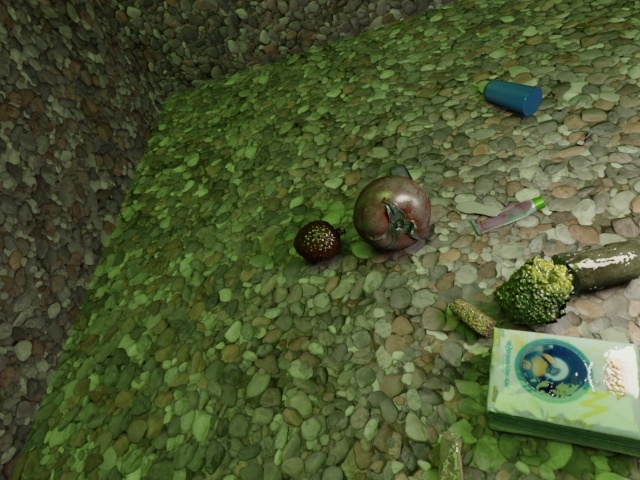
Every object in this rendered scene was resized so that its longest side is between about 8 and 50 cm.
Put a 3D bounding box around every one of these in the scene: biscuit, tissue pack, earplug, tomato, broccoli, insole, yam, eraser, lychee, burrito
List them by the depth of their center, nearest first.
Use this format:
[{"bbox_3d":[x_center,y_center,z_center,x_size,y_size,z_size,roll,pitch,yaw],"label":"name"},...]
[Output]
[{"bbox_3d":[0.698,0.425,1.297,0.389,0.162,0.287,1,54,27],"label":"tissue pack"},{"bbox_3d":[0.382,0.674,1.306,0.087,0.060,0.225,-6,52,27],"label":"burrito"},{"bbox_3d":[0.685,0.139,1.484,0.242,0.181,0.272,-44,29,39],"label":"broccoli"},{"bbox_3d":[0.925,0.086,1.485,0.255,0.154,0.153,-11,50,12],"label":"yam"},{"bbox_3d":[0.531,0.265,1.564,0.168,0.082,0.070,39,101,41],"label":"biscuit"},{"bbox_3d":[0.291,-0.111,1.824,0.317,0.316,0.282,-26,32,3],"label":"tomato"},{"bbox_3d":[0.655,-0.133,1.856,0.197,0.004,0.065,16,63,45],"label":"insole"},{"bbox_3d":[1.128,-0.437,1.898,0.099,0.019,0.027,-44,49,-12],"label":"eraser"},{"bbox_3d":[0.000,0.000,1.951,0.239,0.200,0.200,-19,47,-3],"label":"lychee"},{"bbox_3d":[0.905,-0.700,2.148,0.132,0.132,0.273,-40,44,-9],"label":"earplug"}]

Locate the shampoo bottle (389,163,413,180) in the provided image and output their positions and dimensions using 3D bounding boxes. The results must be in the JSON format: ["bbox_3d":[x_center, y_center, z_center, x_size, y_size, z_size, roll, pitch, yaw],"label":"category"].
[{"bbox_3d":[0.390,-0.265,2.074,0.087,0.049,0.233,-21,48,5],"label":"shampoo bottle"}]

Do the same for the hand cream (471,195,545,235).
[{"bbox_3d":[0.751,-0.101,1.787,0.276,0.050,0.079,-23,21,13],"label":"hand cream"}]
